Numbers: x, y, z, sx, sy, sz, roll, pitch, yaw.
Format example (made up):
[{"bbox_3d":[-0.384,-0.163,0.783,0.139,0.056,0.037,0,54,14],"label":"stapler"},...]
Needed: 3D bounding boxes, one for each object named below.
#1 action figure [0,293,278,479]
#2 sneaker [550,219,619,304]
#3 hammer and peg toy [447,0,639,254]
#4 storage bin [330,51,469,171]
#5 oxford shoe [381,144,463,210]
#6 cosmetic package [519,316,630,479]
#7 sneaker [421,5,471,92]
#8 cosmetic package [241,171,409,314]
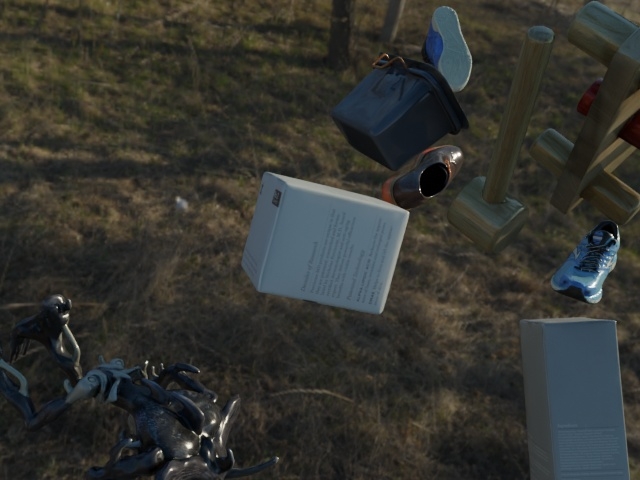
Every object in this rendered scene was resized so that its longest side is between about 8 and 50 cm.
[{"bbox_3d":[-0.179,0.164,0.567,0.275,0.141,0.164,30,28,11],"label":"action figure"},{"bbox_3d":[0.344,0.021,0.825,0.063,0.073,0.162,21,37,25],"label":"sneaker"},{"bbox_3d":[0.288,-0.128,0.578,0.361,0.266,0.127,-40,67,-12],"label":"hammer and peg toy"},{"bbox_3d":[0.073,-0.137,0.683,0.091,0.098,0.135,-41,33,-5],"label":"storage bin"},{"bbox_3d":[0.241,-0.133,1.330,0.098,0.097,0.271,-12,20,46],"label":"oxford shoe"},{"bbox_3d":[0.335,0.222,0.861,0.107,0.238,0.127,0,-3,3],"label":"cosmetic package"},{"bbox_3d":[0.211,-0.306,1.086,0.058,0.084,0.152,-8,75,-6],"label":"sneaker"},{"bbox_3d":[0.000,0.000,0.918,0.183,0.151,0.151,12,8,-17],"label":"cosmetic package"}]
